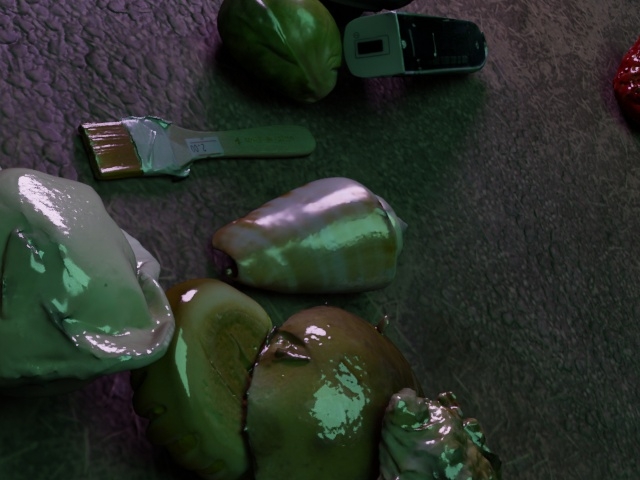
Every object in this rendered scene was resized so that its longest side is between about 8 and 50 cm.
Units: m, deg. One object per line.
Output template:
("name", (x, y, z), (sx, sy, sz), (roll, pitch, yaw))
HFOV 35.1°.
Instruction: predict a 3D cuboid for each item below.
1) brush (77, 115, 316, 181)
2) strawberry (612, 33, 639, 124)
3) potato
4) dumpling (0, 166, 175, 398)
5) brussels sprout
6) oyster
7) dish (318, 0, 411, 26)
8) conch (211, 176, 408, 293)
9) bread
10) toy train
("brush", (-0.134, -0.118, 1.237), (0.337, 0.020, 0.085), (-9, 70, -42))
("strawberry", (0.623, -0.293, 1.878), (0.178, 0.234, 0.234), (-29, 83, -14))
("potato", (0.045, 0.177, 1.062), (0.299, 0.116, 0.239), (1, 76, -61))
("dumpling", (-0.258, 0.036, 0.947), (0.318, 0.187, 0.243), (37, 18, 16))
("brussels sprout", (-0.050, -0.259, 1.315), (0.183, 0.145, 0.131), (36, 76, -9))
("oyster", (0.150, 0.304, 0.942), (0.201, 0.107, 0.354), (-30, 87, -33))
("dish", (0.026, -0.370, 1.444), (0.273, 0.133, 0.273), (14, 22, -6))
("conch", (0.008, -0.005, 1.205), (0.255, 0.127, 0.158), (-14, 74, -42))
("bread", (-0.111, 0.145, 1.018), (0.213, 0.105, 0.213), (33, 49, -49))
("toy train", (0.151, -0.280, 1.486), (0.407, 0.088, 0.086), (-19, 101, -63))
